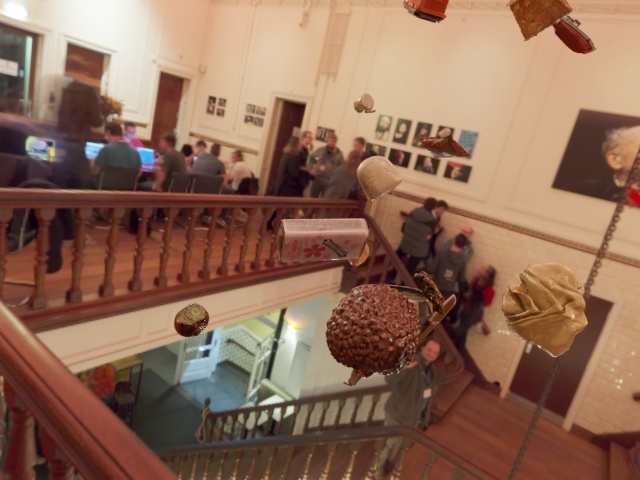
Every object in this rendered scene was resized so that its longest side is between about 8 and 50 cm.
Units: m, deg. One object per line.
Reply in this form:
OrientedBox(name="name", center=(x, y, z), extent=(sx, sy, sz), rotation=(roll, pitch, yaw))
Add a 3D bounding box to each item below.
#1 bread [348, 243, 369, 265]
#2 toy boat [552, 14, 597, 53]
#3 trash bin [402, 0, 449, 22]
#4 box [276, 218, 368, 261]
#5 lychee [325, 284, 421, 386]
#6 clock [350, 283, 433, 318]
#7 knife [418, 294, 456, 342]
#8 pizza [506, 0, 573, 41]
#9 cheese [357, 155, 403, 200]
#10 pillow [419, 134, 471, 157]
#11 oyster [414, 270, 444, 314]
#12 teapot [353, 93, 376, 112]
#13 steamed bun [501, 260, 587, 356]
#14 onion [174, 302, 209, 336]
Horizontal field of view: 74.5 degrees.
OrientedBox(name="bread", center=(0.188, 0.047, 2.119), extent=(0.085, 0.134, 0.173), rotation=(22, -21, 32))
OrientedBox(name="toy boat", center=(0.902, -0.725, 1.489), extent=(0.173, 0.059, 0.069), rotation=(46, -1, 4))
OrientedBox(name="trash bin", center=(0.463, -1.058, 1.755), extent=(0.161, 0.239, 0.184), rotation=(2, 37, -24))
OrientedBox(name="box", center=(0.000, 0.000, 1.757), extent=(0.369, 0.190, 0.112), rotation=(-3, 48, -15))
OrientedBox(name="lychee", center=(0.144, 0.269, 1.194), extent=(0.264, 0.300, 0.264), rotation=(24, -8, 4))
OrientedBox(name="clock", center=(0.259, 0.221, 1.549), extent=(0.312, 0.061, 0.312), rotation=(3, 5, 0))
OrientedBox(name="knife", center=(0.413, 0.286, 1.512), extent=(0.046, 0.256, 0.022), rotation=(17, 33, -19))
OrientedBox(name="pizza", center=(0.889, -0.924, 1.731), extent=(0.058, 0.197, 0.292), rotation=(-15, 35, -30))
OrientedBox(name="cheese", center=(0.272, -0.311, 2.023), extent=(0.189, 0.198, 0.154), rotation=(54, 5, -18))
OrientedBox(name="pillow", center=(0.443, -0.335, 1.523), extent=(0.118, 0.043, 0.185), rotation=(41, -12, -23))
OrientedBox(name="oyster", center=(0.315, 0.148, 1.210), extent=(0.029, 0.086, 0.132), rotation=(-27, 49, -17))
OrientedBox(name="teapot", center=(0.169, -0.510, 1.595), extent=(0.083, 0.064, 0.064), rotation=(35, -22, -26))
OrientedBox(name="steamed bun", center=(0.738, 0.202, 1.414), extent=(0.203, 0.289, 0.276), rotation=(26, 6, -4))
OrientedBox(name="onion", center=(-0.436, 0.277, 1.429), extent=(0.117, 0.119, 0.118), rotation=(-15, 25, -25))
